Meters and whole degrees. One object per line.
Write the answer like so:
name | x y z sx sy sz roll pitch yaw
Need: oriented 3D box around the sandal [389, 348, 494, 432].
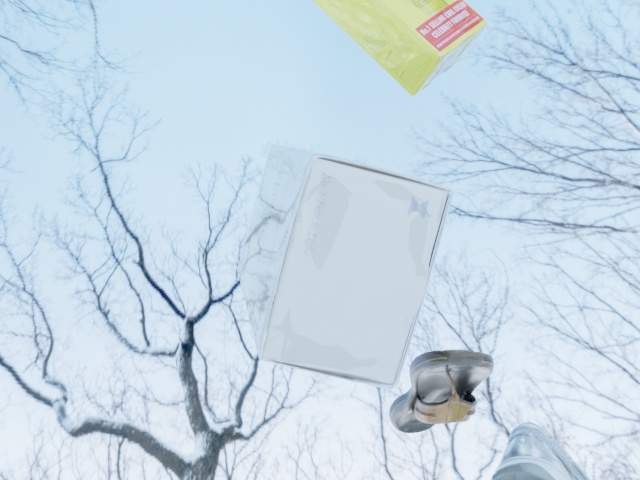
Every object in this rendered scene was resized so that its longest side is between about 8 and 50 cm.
sandal | 0.129 0.179 0.716 0.089 0.060 0.219 3 -36 -14

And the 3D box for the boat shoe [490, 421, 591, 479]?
boat shoe | 0.287 0.339 0.672 0.118 0.103 0.320 -35 -86 33

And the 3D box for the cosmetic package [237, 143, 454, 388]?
cosmetic package | 0.000 0.000 0.611 0.113 0.309 0.160 14 -84 -11

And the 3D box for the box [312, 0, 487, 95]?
box | 0.038 -0.245 0.605 0.232 0.058 0.087 47 -122 6
